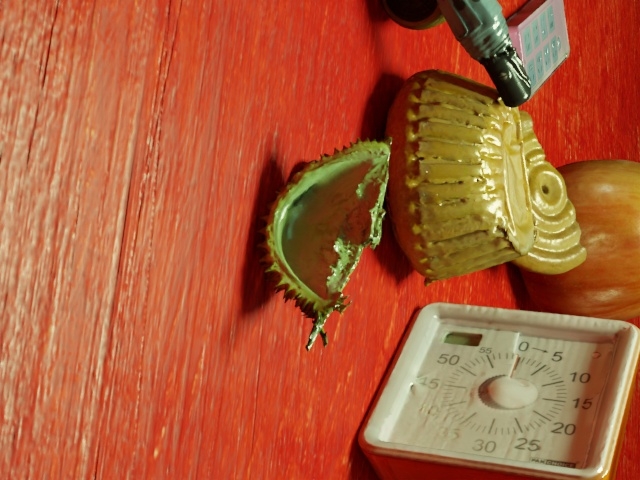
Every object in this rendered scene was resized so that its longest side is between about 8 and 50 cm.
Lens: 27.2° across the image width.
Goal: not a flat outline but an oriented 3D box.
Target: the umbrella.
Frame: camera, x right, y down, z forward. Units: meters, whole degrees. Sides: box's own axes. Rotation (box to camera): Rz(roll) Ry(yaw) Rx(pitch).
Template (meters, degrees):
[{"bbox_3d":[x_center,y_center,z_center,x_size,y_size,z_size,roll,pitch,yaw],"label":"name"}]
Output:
[{"bbox_3d":[0.149,-0.250,1.376,0.053,0.052,0.250,-33,104,-16],"label":"umbrella"}]

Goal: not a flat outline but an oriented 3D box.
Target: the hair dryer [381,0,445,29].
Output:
[{"bbox_3d":[0.101,-0.375,1.450,0.135,0.090,0.279,-35,114,-58],"label":"hair dryer"}]

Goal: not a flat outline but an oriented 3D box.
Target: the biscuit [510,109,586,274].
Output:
[{"bbox_3d":[0.263,-0.055,1.729,0.144,0.033,0.224,-21,90,-30],"label":"biscuit"}]

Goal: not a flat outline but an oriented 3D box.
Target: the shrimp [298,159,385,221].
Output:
[{"bbox_3d":[0.019,-0.008,1.296,0.178,0.034,0.124,27,67,-60],"label":"shrimp"}]

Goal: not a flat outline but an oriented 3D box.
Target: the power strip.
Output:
[{"bbox_3d":[0.312,-0.287,1.931,0.279,0.037,0.109,-44,127,-58],"label":"power strip"}]

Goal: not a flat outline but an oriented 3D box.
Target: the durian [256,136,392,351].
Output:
[{"bbox_3d":[0.000,0.000,1.170,0.086,0.100,0.215,38,63,-41],"label":"durian"}]

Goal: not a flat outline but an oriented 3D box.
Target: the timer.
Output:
[{"bbox_3d":[0.203,0.181,1.426,0.161,0.257,0.250,70,32,-47],"label":"timer"}]

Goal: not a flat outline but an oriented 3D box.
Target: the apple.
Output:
[{"bbox_3d":[0.404,0.004,1.873,0.242,0.241,0.242,-3,90,-66],"label":"apple"}]

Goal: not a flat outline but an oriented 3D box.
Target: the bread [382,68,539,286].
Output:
[{"bbox_3d":[0.150,-0.075,1.456,0.240,0.139,0.240,-6,90,-65],"label":"bread"}]
